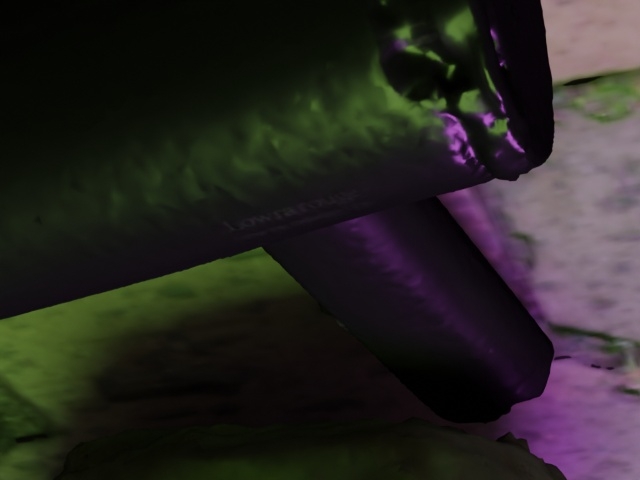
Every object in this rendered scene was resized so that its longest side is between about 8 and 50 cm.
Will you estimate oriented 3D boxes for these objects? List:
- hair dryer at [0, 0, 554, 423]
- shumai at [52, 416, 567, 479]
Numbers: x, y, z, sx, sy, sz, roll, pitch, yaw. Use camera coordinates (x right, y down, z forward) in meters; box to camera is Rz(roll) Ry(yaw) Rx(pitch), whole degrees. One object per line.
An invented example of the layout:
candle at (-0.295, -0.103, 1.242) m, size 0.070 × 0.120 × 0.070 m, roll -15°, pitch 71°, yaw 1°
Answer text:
hair dryer at (0.000, 0.000, 0.543) m, size 0.197 × 0.089 × 0.251 m, roll -17°, pitch 147°, yaw 23°
shumai at (-0.006, 0.181, 0.647) m, size 0.261 × 0.222 × 0.225 m, roll -23°, pitch 144°, yaw 39°
